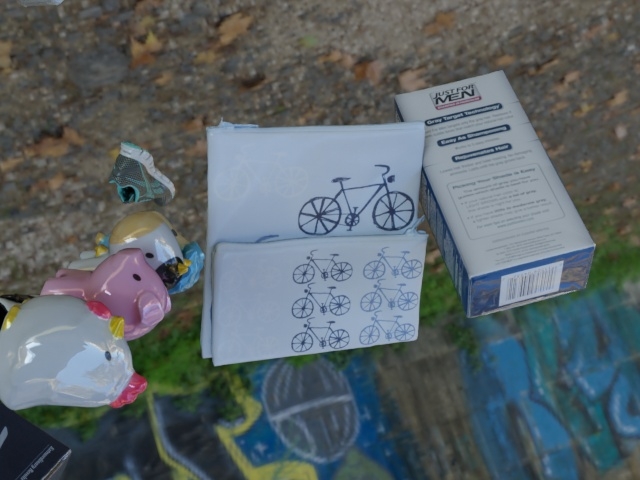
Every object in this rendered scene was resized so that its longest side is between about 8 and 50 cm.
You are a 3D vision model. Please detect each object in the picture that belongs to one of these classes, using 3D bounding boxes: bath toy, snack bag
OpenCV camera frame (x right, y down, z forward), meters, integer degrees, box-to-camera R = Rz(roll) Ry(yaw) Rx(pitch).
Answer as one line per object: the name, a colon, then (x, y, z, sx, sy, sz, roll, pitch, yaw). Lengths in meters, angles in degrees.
bath toy: (-0.199, 0.063, 0.937, 0.129, 0.151, 0.348, 22, -166, -3)
snack bag: (0.000, 0.000, 1.320, 0.323, 0.342, 0.037, -3, -158, -19)

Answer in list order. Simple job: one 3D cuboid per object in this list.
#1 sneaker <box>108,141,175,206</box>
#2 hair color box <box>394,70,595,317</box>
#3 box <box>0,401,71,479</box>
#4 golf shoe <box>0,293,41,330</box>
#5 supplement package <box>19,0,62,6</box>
sneaker: (-0.282, -0.085, 1.498, 0.065, 0.076, 0.166, 20, 163, 23)
hair color box: (0.233, -0.074, 1.366, 0.174, 0.347, 0.105, -13, 143, -4)
box: (-0.401, 0.242, 1.031, 0.108, 0.207, 0.153, -57, 177, 27)
golf shoe: (-0.321, 0.094, 1.080, 0.198, 0.077, 0.094, -12, 171, -22)
supplement package: (-0.379, -0.427, 1.247, 0.149, 0.203, 0.194, -47, -152, -13)
